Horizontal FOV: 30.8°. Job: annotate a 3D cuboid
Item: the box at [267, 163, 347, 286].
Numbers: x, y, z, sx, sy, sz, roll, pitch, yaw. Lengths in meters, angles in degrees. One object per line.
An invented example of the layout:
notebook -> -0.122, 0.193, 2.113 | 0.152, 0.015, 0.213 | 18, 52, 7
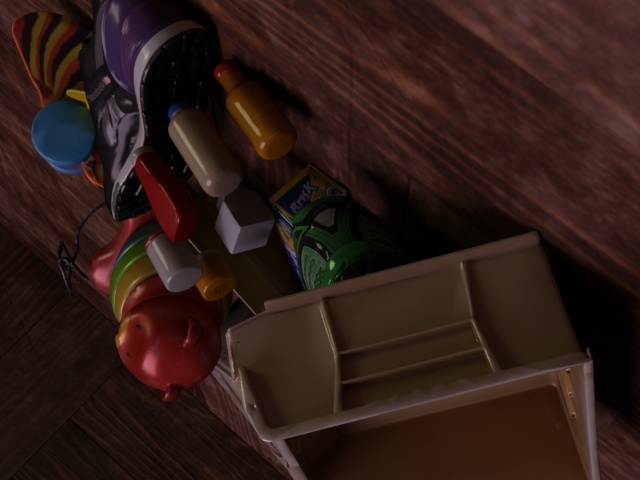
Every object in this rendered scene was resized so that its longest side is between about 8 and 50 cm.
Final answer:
box -> 0.000, 0.000, 1.168 | 0.054, 0.059, 0.169 | 40, 163, 28

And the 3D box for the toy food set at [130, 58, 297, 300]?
toy food set -> -0.112, -0.049, 1.087 | 0.104, 0.111, 0.232 | 56, 144, 29

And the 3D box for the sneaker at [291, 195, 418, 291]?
sneaker -> 0.069, 0.066, 1.115 | 0.146, 0.134, 0.343 | 63, 180, 33

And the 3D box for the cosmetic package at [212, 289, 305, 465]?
cosmetic package -> -0.027, 0.199, 1.555 | 0.129, 0.153, 0.296 | 30, 157, 42

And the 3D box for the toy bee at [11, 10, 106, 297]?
toy bee -> -0.234, -0.113, 1.293 | 0.195, 0.162, 0.298 | -123, 22, -70

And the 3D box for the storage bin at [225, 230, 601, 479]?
storage bin -> 0.084, 0.140, 0.956 | 0.262, 0.260, 0.123 | 67, -171, -54

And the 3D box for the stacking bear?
stacking bear -> -0.184, 0.074, 1.407 | 0.164, 0.175, 0.289 | 22, -158, -19

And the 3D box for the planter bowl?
planter bowl -> -0.076, 0.010, 1.285 | 0.217, 0.090, 0.217 | 48, 176, 4

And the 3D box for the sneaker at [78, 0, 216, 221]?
sneaker -> -0.181, -0.141, 1.141 | 0.124, 0.107, 0.283 | 47, 144, 19
